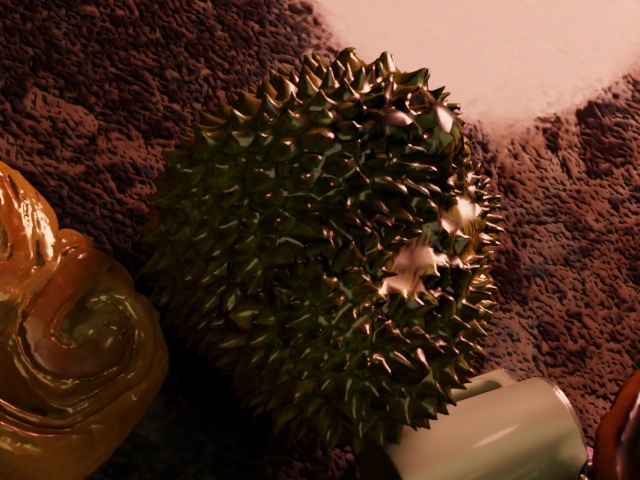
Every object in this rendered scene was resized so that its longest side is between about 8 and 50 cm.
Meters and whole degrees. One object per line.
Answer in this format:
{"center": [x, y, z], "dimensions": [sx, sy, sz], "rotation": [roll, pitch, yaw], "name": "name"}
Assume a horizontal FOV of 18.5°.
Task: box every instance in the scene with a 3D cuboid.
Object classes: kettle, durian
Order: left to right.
{"center": [-0.004, 0.000, 1.377], "dimensions": [0.291, 0.224, 0.291], "rotation": [9, 77, -47], "name": "durian"}
{"center": [0.107, 0.161, 1.439], "dimensions": [0.148, 0.127, 0.098], "rotation": [-20, 93, -19], "name": "kettle"}

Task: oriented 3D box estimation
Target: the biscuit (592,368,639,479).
{"center": [0.310, 0.240, 1.521], "dimensions": [0.318, 0.040, 0.318], "rotation": [20, 62, -41], "name": "biscuit"}

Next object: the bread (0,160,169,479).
{"center": [-0.222, 0.059, 1.286], "dimensions": [0.236, 0.120, 0.198], "rotation": [44, 54, -6], "name": "bread"}

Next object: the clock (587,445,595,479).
{"center": [0.191, 0.213, 1.503], "dimensions": [0.152, 0.050, 0.110], "rotation": [-13, 76, -34], "name": "clock"}
